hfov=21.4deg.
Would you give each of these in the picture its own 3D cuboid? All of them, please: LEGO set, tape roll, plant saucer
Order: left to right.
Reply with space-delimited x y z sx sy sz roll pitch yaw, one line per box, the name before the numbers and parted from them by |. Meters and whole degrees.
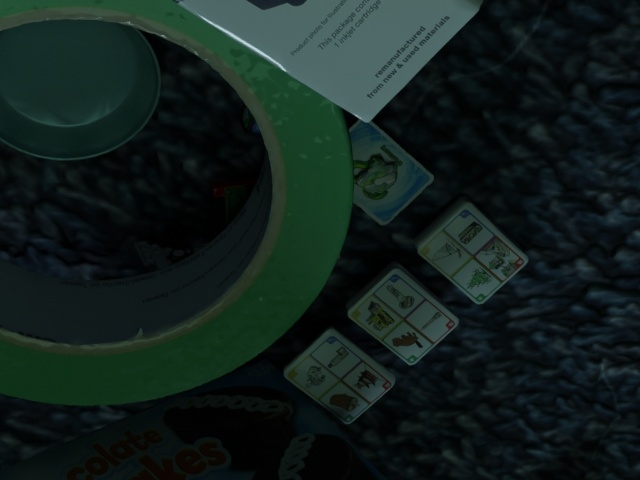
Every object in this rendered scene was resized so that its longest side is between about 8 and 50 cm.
plant saucer | -0.159 -0.103 1.049 0.119 0.021 0.119 -4 130 -4
tape roll | -0.142 -0.048 1.019 0.321 0.077 0.321 -2 124 -4
LEGO set | 0.000 0.000 1.157 0.182 0.060 0.244 -44 125 11

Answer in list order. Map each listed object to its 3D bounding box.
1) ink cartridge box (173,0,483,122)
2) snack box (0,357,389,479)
ink cartridge box | -0.043 -0.196 0.891 0.237 0.172 0.100 30 119 -28
snack box | -0.108 0.204 1.112 0.322 0.187 0.060 -21 140 -35
